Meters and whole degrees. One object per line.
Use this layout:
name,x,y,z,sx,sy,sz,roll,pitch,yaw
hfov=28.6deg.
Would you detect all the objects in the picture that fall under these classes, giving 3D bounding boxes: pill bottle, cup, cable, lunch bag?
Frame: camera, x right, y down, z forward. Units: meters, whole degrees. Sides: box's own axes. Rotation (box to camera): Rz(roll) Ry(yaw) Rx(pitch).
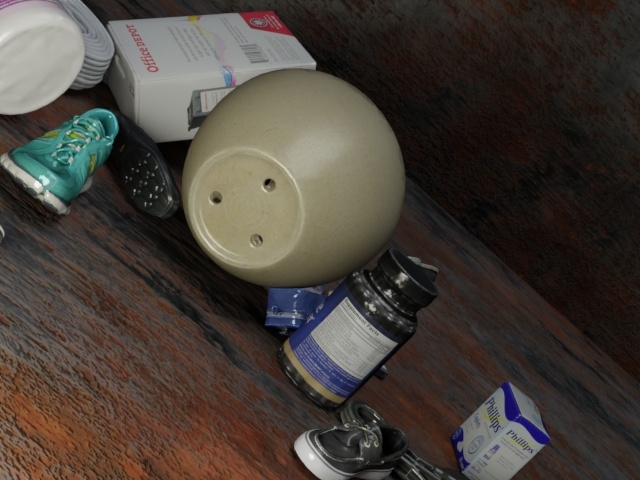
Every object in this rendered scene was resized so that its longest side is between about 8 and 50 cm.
pill bottle,-0.458,-0.324,1.696,0.301,0.169,0.169,50,14,28
cup,-0.067,-0.070,1.786,0.331,0.331,0.237,45,21,4
pill bottle,0.055,0.119,1.732,0.123,0.219,0.123,41,13,-12
cable,-0.441,-0.344,1.988,0.257,0.089,0.257,34,16,-36
cable,0.136,0.337,1.725,0.287,0.072,0.139,31,30,0
lunch bag,-0.037,0.106,1.816,0.067,0.065,0.098,-1,-10,30

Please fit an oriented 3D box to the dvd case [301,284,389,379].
dvd case,0.018,0.123,2.059,0.164,0.018,0.221,34,17,-37

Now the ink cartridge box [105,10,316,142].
ink cartridge box,-0.189,-0.280,2.117,0.306,0.131,0.226,-9,37,-19

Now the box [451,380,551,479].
box,0.285,0.313,2.000,0.072,0.137,0.126,40,13,-14

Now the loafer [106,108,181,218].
loafer,-0.257,-0.111,1.835,0.078,0.076,0.223,23,23,-51

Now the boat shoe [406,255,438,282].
boat shoe,0.191,0.077,2.639,0.081,0.069,0.227,6,-6,22

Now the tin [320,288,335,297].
tin,0.039,0.144,1.950,0.106,0.040,0.190,34,20,-24

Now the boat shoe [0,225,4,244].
boat shoe,-0.372,-0.016,1.251,0.125,0.046,0.038,31,18,-35

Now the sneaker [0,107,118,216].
sneaker,-0.319,-0.111,1.573,0.107,0.110,0.275,42,14,-10

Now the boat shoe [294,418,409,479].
boat shoe,0.049,0.260,1.587,0.080,0.076,0.228,51,14,30
